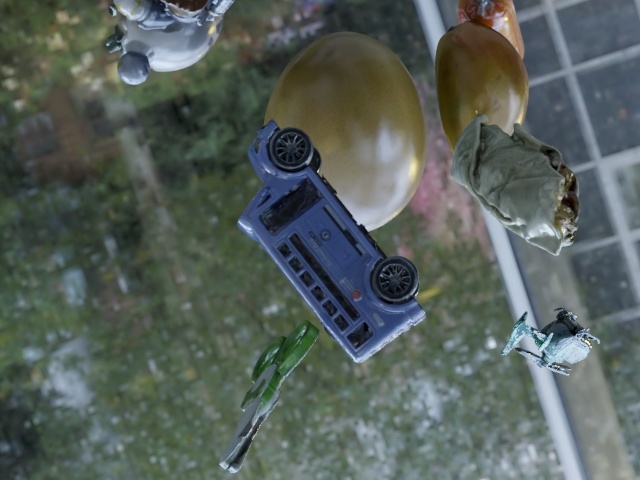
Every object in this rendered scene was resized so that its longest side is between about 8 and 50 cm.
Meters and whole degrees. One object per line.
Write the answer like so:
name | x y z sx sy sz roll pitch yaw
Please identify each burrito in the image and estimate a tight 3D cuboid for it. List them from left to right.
burrito | 0.242 -0.080 1.828 0.076 0.117 0.392 20 -169 -16

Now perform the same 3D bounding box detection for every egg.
egg | 0.038 -0.160 2.209 0.250 0.322 0.250 1 -143 -1

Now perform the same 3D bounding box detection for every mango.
mango | 0.248 -0.207 2.212 0.138 0.253 0.113 -9 -170 2

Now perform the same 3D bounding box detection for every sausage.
sausage | 0.269 -0.342 2.332 0.093 0.093 0.312 -18 169 9

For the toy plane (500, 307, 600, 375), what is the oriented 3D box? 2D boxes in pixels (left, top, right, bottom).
toy plane | 0.347 0.150 2.200 0.096 0.060 0.235 -49 145 12

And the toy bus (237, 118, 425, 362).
toy bus | 0.000 0.000 1.729 0.133 0.292 0.125 -38 173 0

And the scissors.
scissors | -0.064 0.173 1.603 0.101 0.027 0.204 -38 -163 45

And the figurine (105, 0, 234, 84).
figurine | -0.228 -0.353 2.145 0.261 0.186 0.382 -57 -174 -8
